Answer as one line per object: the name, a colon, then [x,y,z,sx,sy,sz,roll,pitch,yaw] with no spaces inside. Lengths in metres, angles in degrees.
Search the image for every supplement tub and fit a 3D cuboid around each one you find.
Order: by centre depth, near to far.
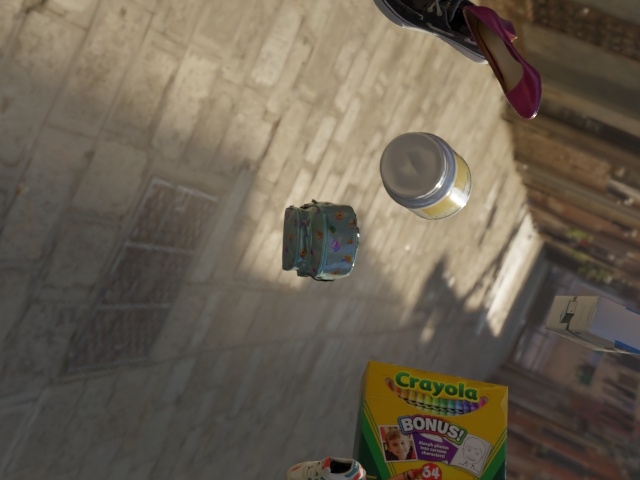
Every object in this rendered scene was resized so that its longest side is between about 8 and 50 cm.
supplement tub: [0.198,-0.122,1.941,0.144,0.144,0.199,-65,158,1]

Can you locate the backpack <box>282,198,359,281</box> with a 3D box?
backpack: [0.000,0.000,2.096,0.188,0.144,0.166,-179,-86,-65]

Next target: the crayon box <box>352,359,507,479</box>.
crayon box: [0.270,0.484,2.538,0.106,0.363,0.313,108,-8,-56]

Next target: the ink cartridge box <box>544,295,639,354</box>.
ink cartridge box: [0.571,0.172,2.121,0.190,0.139,0.082,163,-52,-75]

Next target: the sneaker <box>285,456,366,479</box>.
sneaker: [0.005,0.444,2.011,0.075,0.161,0.057,69,24,-47]

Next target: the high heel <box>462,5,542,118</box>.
high heel: [0.337,-0.337,1.936,0.082,0.117,0.244,-36,-127,45]

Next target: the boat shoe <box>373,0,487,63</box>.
boat shoe: [0.247,-0.459,2.078,0.108,0.301,0.102,-61,-174,-15]
